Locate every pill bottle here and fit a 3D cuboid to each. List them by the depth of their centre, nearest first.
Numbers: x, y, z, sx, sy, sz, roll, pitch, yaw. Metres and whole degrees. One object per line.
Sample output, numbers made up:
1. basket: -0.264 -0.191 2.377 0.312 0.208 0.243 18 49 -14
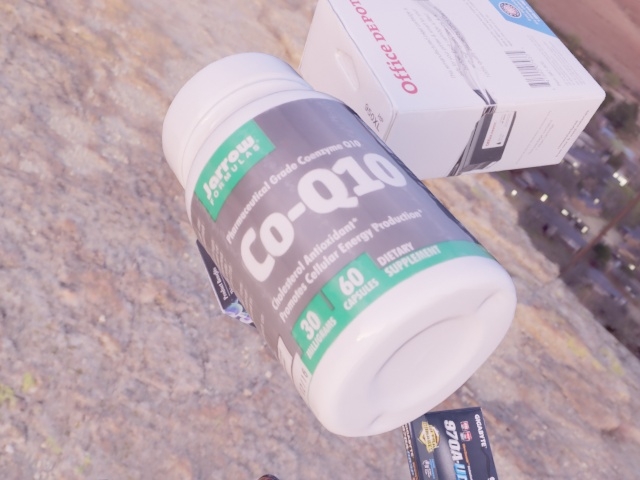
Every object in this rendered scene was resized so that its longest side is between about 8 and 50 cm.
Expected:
1. pill bottle: -0.003 -0.013 0.747 0.204 0.204 0.361 1 39 -43

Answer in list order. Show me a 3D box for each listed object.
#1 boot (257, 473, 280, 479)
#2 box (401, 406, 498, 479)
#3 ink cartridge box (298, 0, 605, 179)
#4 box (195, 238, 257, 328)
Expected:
1. boot: -0.186 0.563 1.420 0.096 0.264 0.280 36 8 21
2. box: 0.274 0.469 1.642 0.175 0.051 0.220 -3 65 -15
3. ink cartridge box: 0.201 -0.257 1.269 0.394 0.166 0.286 -8 54 -26
4. box: 0.000 0.000 1.593 0.293 0.395 0.212 33 21 -45
